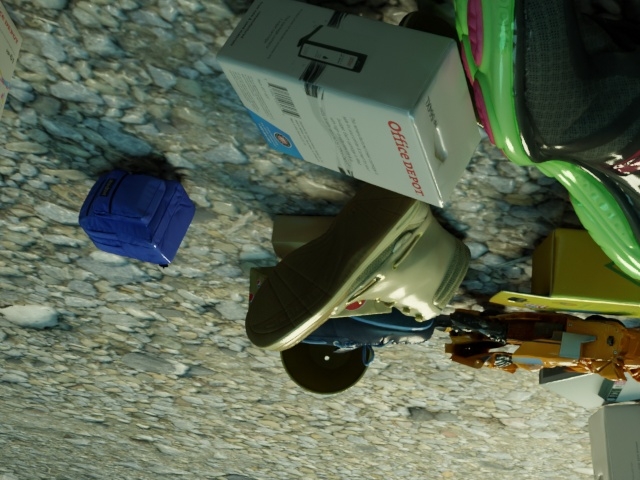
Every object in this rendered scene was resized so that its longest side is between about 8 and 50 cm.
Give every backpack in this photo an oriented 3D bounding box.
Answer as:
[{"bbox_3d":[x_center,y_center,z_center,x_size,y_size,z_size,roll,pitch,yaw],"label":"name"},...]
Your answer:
[{"bbox_3d":[-0.227,-0.037,1.198,0.120,0.098,0.101,8,145,27],"label":"backpack"}]

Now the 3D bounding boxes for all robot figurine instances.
[{"bbox_3d":[0.294,0.138,1.330,0.291,0.085,0.211,0,170,43],"label":"robot figurine"}]

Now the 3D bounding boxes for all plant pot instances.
[{"bbox_3d":[0.012,0.159,1.484,0.134,0.134,0.095,4,176,6],"label":"plant pot"}]

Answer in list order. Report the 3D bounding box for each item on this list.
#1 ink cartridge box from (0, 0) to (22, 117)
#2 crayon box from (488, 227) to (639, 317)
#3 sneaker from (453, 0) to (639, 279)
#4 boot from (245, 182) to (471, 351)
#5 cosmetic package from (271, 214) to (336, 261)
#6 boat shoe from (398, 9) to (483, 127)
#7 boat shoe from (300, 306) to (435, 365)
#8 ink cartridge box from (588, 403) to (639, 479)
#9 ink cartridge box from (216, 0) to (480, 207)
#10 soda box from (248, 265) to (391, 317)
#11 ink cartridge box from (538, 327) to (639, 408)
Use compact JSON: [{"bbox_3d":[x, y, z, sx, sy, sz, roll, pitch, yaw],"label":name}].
[{"bbox_3d":[-0.332,-0.172,0.942,0.052,0.122,0.088,-1,151,7],"label":"ink cartridge box"},{"bbox_3d":[0.361,0.044,1.148,0.319,0.081,0.202,4,173,5],"label":"crayon box"},{"bbox_3d":[0.266,-0.128,0.860,0.202,0.185,0.483,-27,144,27],"label":"sneaker"},{"bbox_3d":[0.052,0.059,1.200,0.262,0.095,0.203,-46,140,2],"label":"boot"},{"bbox_3d":[0.000,0.000,1.262,0.115,0.041,0.060,1,152,12],"label":"cosmetic package"},{"bbox_3d":[0.115,-0.157,0.931,0.152,0.056,0.049,42,170,-37],"label":"boat shoe"},{"bbox_3d":[0.036,0.110,1.396,0.258,0.109,0.089,10,122,23],"label":"boat shoe"},{"bbox_3d":[0.556,0.345,1.575,0.233,0.168,0.171,-4,162,6],"label":"ink cartridge box"},{"bbox_3d":[0.030,-0.126,0.900,0.203,0.086,0.148,21,159,28],"label":"ink cartridge box"},{"bbox_3d":[0.001,0.064,1.279,0.181,0.061,0.058,-3,-167,-27],"label":"soda box"},{"bbox_3d":[0.509,0.204,1.497,0.239,0.060,0.275,29,145,-32],"label":"ink cartridge box"}]
